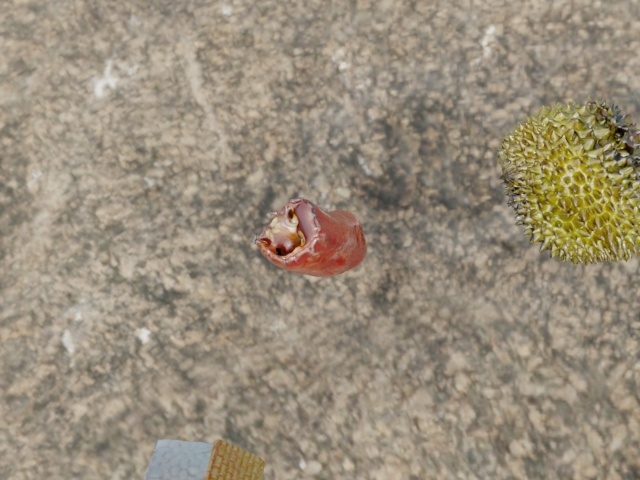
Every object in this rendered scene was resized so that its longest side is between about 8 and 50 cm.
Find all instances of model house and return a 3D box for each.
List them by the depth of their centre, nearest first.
[{"bbox_3d":[-0.104,0.242,0.726,0.100,0.101,0.088,5,28,0],"label":"model house"}]

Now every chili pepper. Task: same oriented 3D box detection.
[{"bbox_3d":[0.000,0.000,0.776,0.070,0.123,0.073,20,96,29],"label":"chili pepper"}]

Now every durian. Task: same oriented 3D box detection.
[{"bbox_3d":[0.426,-0.089,1.327,0.258,0.258,0.293,-22,88,-2],"label":"durian"}]
